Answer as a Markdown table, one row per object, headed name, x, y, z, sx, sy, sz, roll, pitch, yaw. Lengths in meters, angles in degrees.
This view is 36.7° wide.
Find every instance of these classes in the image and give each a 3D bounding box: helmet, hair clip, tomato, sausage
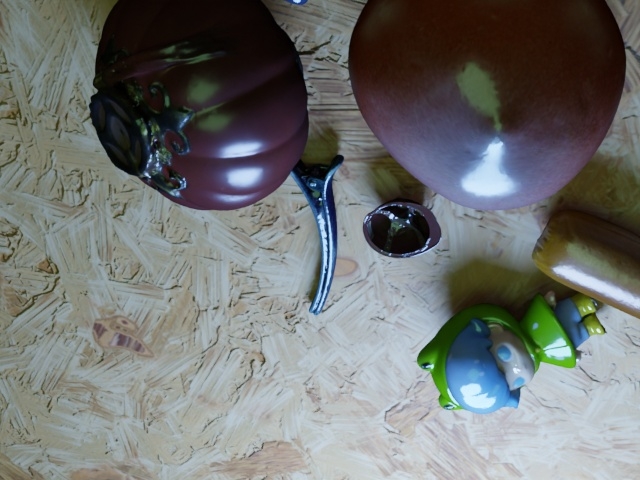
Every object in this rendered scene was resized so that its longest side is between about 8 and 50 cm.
| name | x | y | z | sx | sy | sz | roll | pitch | yaw |
| --- | --- | --- | --- | --- | --- | --- | --- | --- | --- |
| helmet | 0.119 | -0.026 | 1.353 | 0.111 | 0.057 | 0.089 | -7 | 115 | 22 |
| hair clip | 0.000 | 0.000 | 1.405 | 0.083 | 0.048 | 0.275 | 1 | 121 | 8 |
| tomato | 0.186 | -0.183 | 1.094 | 0.321 | 0.321 | 0.322 | 6 | 121 | 10 |
| sausage | 0.420 | 0.045 | 1.300 | 0.274 | 0.105 | 0.105 | 24 | 122 | -2 |

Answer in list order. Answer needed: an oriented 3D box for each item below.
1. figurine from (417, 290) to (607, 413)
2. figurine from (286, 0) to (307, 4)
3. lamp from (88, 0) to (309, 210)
| name | x | y | z | sx | sy | sz | roll | pitch | yaw |
| --- | --- | --- | --- | --- | --- | --- | --- | --- | --- |
| figurine | 0.276 | 0.155 | 1.386 | 0.263 | 0.143 | 0.162 | -26 | 120 | 7 |
| figurine | -0.075 | -0.389 | 1.077 | 0.158 | 0.161 | 0.275 | 7 | 160 | 40 |
| lamp | -0.150 | -0.182 | 1.201 | 0.303 | 0.257 | 0.303 | 34 | 141 | 34 |
